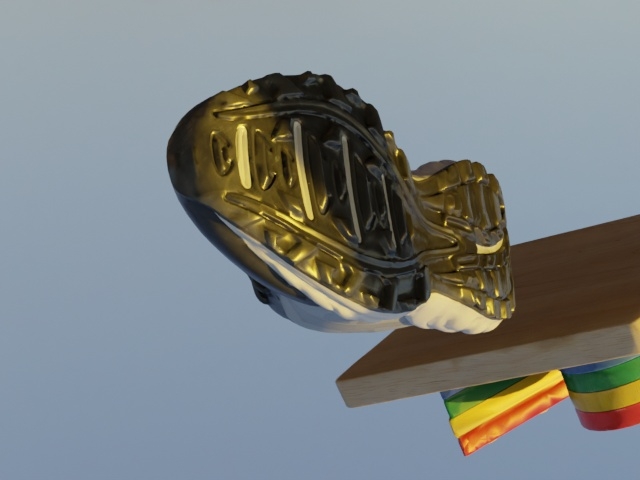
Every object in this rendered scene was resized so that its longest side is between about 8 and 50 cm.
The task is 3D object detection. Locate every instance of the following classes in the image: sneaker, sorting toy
[{"bbox_3d":[0.000,0.000,0.852,0.108,0.100,0.271,-13,164,23],"label":"sneaker"},{"bbox_3d":[0.187,0.069,1.396,0.257,0.089,0.255,-14,-167,38],"label":"sorting toy"}]
